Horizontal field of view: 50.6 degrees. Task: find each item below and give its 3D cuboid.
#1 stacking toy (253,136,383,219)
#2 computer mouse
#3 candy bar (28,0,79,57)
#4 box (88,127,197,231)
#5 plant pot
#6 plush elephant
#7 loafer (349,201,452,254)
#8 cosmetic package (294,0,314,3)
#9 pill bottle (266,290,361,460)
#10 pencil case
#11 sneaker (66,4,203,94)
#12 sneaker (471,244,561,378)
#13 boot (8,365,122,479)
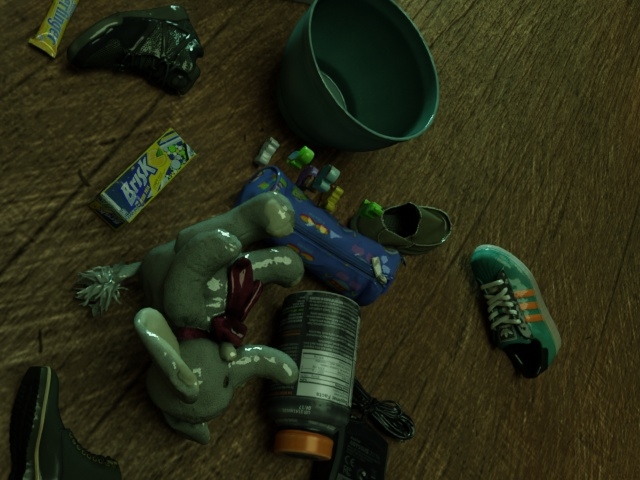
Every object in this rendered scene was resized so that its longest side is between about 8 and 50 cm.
[{"bbox_3d":[-0.004,-0.105,1.125,0.167,0.221,0.052,33,83,-24],"label":"stacking toy"},{"bbox_3d":[0.055,0.368,1.099,0.188,0.072,0.272,39,43,-19],"label":"computer mouse"},{"bbox_3d":[-0.393,-0.347,1.024,0.040,0.018,0.161,28,60,-28],"label":"candy bar"},{"bbox_3d":[-0.264,-0.092,1.012,0.059,0.054,0.169,47,52,-16],"label":"box"},{"bbox_3d":[0.042,-0.283,1.224,0.293,0.196,0.293,13,68,-34],"label":"plant pot"},{"bbox_3d":[-0.145,0.123,0.904,0.330,0.272,0.255,-15,69,-12],"label":"plush elephant"},{"bbox_3d":[0.174,-0.023,1.308,0.251,0.087,0.094,-5,78,-39],"label":"loafer"},{"bbox_3d":[-0.078,-0.520,1.266,0.231,0.117,0.085,-4,77,-40],"label":"cosmetic package"},{"bbox_3d":[-0.012,0.212,1.054,0.130,0.130,0.245,24,62,-30],"label":"pill bottle"},{"bbox_3d":[0.000,0.000,1.138,0.306,0.133,0.119,34,84,-24],"label":"pencil case"},{"bbox_3d":[-0.271,-0.285,1.052,0.227,0.087,0.130,-31,88,-46],"label":"sneaker"},{"bbox_3d":[0.401,0.152,1.411,0.302,0.108,0.121,55,46,-11],"label":"sneaker"},{"bbox_3d":[-0.312,0.258,0.852,0.137,0.077,0.197,9,82,-40],"label":"boot"}]
